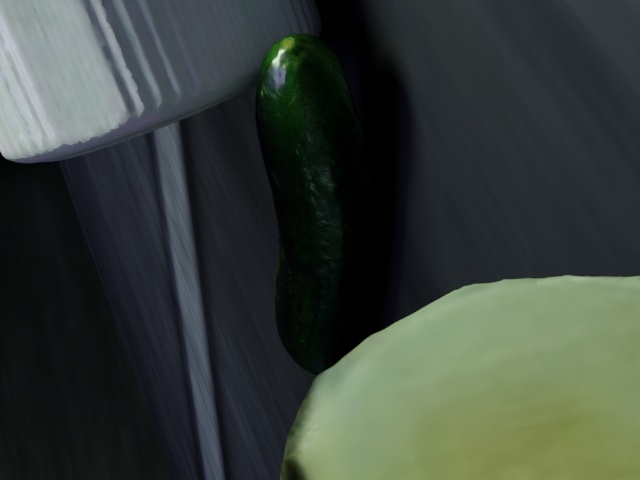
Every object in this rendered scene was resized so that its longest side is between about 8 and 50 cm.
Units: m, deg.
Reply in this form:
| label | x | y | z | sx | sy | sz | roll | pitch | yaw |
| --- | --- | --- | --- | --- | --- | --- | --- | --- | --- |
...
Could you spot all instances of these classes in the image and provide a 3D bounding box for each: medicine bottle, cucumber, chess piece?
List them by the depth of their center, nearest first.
| label | x | y | z | sx | sy | sz | roll | pitch | yaw |
| --- | --- | --- | --- | --- | --- | --- | --- | --- | --- |
| chess piece | 0.078 | 0.142 | 0.385 | 0.133 | 0.133 | 0.243 | -129 | 21 | -58 |
| medicine bottle | -0.137 | -0.238 | 0.599 | 0.395 | 0.242 | 0.242 | 67 | 168 | -9 |
| cucumber | 0.000 | 0.000 | 0.671 | 0.284 | 0.056 | 0.056 | 85 | 163 | -57 |
